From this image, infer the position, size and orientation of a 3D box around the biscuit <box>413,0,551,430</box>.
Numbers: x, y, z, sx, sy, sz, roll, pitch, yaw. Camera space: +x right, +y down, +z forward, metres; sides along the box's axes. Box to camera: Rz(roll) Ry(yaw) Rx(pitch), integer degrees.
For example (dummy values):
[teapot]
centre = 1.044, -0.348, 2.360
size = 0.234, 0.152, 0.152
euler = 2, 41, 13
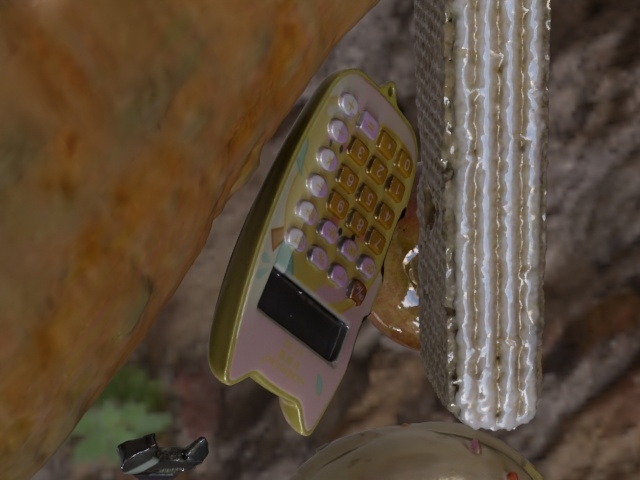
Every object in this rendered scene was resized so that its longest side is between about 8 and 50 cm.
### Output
[biscuit]
centre = 0.114, -0.078, 1.300
size = 0.079, 0.144, 0.426
euler = -3, 107, -8

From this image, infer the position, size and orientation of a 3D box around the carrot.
[carrot]
centre = -0.137, -0.039, 0.599
size = 0.340, 0.224, 0.224
euler = -48, 156, -17

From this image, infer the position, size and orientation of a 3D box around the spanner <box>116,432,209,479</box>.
[spanner]
centre = -0.163, 0.262, 1.787
size = 0.087, 0.024, 0.316
euler = -9, 151, -14

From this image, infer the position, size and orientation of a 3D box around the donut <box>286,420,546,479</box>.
[donut]
centre = 0.105, 0.377, 1.853
size = 0.383, 0.382, 0.142
euler = 0, -178, -12

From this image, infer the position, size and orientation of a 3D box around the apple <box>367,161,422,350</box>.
[apple]
centre = 0.114, 0.014, 1.742
size = 0.188, 0.188, 0.174
euler = -6, -174, 0

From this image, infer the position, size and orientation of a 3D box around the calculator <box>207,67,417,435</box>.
[calculator]
centre = 0.000, 0.000, 1.166
size = 0.033, 0.236, 0.157
euler = 14, 164, 34
